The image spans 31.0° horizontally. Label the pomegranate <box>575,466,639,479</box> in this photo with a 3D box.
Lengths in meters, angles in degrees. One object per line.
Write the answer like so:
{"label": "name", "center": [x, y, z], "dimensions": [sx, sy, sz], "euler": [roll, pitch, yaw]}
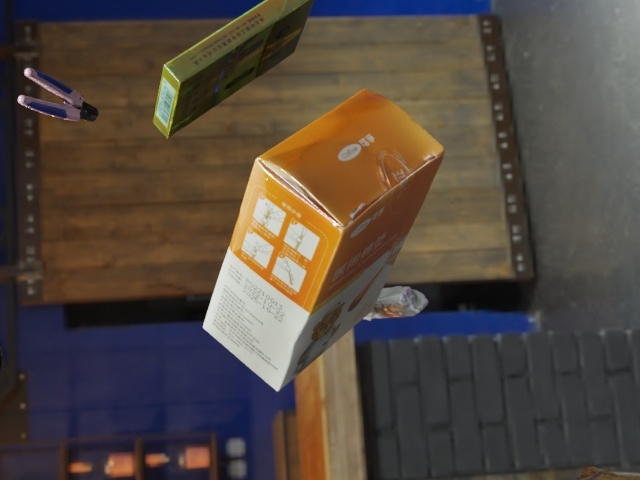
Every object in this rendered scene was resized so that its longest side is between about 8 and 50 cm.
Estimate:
{"label": "pomegranate", "center": [0.375, 0.407, 1.488], "dimensions": [0.252, 0.229, 0.270], "euler": [93, -179, -49]}

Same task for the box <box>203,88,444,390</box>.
{"label": "box", "center": [0.000, 0.000, 1.473], "dimensions": [0.143, 0.225, 0.341], "euler": [38, 138, 17]}

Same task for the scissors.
{"label": "scissors", "center": [-0.266, -0.143, 1.185], "dimensions": [0.113, 0.012, 0.039], "euler": [18, -98, -59]}

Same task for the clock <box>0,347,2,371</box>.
{"label": "clock", "center": [-0.508, 0.279, 1.362], "dimensions": [0.120, 0.277, 0.378], "euler": [-45, 50, 54]}

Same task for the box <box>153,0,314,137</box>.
{"label": "box", "center": [-0.093, -0.196, 1.244], "dimensions": [0.030, 0.193, 0.121], "euler": [49, 155, 9]}

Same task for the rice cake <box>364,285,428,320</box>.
{"label": "rice cake", "center": [0.074, 0.105, 1.915], "dimensions": [0.270, 0.049, 0.055], "euler": [-8, 39, 52]}
